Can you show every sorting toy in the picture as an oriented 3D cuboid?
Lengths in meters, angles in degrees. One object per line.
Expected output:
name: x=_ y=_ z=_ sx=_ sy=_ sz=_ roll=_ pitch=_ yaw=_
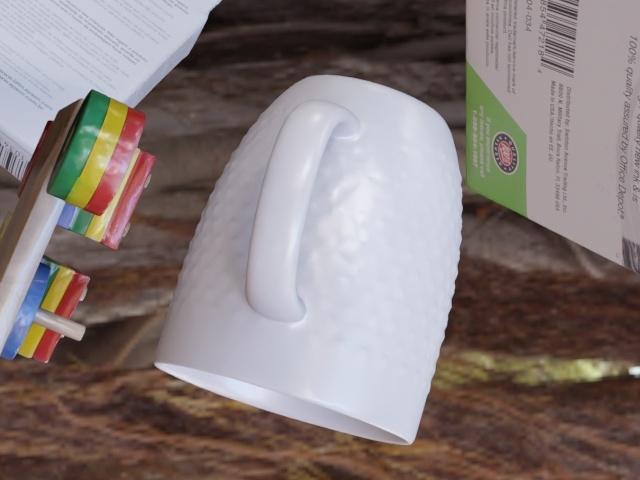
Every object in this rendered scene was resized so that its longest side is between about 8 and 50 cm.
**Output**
sorting toy: x=-0.128 y=0.004 z=0.639 sx=0.132 sy=0.046 sz=0.274 roll=-67 pitch=-164 yaw=-4

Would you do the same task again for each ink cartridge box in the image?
ink cartridge box: x=0.223 y=-0.087 z=0.830 sx=0.273 sy=0.114 sz=0.198 roll=31 pitch=-45 yaw=43
ink cartridge box: x=-0.294 y=-0.251 z=1.306 sx=0.330 sy=0.324 sz=0.071 roll=-51 pitch=179 yaw=-37

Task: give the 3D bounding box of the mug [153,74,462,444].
mug: x=0.000 y=0.000 z=1.316 sx=0.374 sy=0.276 sz=0.328 roll=56 pitch=49 yaw=-72
